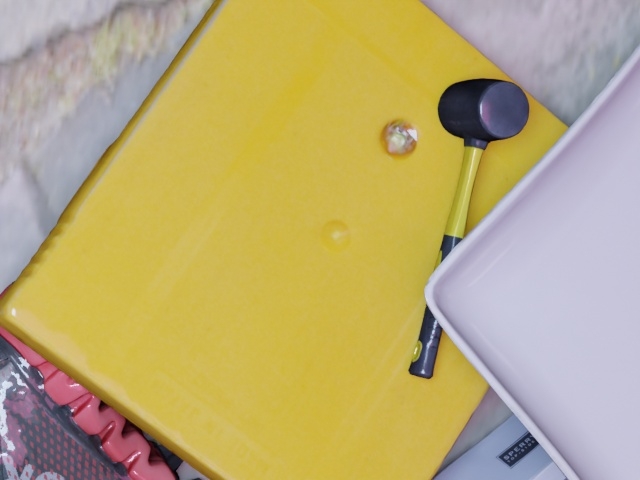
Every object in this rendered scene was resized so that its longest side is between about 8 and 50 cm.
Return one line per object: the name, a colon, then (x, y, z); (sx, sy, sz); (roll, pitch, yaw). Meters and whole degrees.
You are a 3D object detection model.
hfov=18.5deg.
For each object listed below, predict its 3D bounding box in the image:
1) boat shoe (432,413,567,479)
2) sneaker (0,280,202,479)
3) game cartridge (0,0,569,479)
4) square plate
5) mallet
boat shoe: (0.167, 0.150, 1.317); (0.228, 0.080, 0.076); (-37, 133, -16)
sneaker: (-0.148, 0.163, 1.234); (0.135, 0.097, 0.276); (-37, 102, -6)
game cartridge: (0.000, 0.000, 1.224); (0.285, 0.052, 0.324); (39, 74, -15)
square plate: (0.249, 0.056, 1.273); (0.344, 0.049, 0.347); (-47, 108, -30)
mallet: (0.087, -0.009, 1.199); (0.039, 0.062, 0.190); (14, 80, -23)
